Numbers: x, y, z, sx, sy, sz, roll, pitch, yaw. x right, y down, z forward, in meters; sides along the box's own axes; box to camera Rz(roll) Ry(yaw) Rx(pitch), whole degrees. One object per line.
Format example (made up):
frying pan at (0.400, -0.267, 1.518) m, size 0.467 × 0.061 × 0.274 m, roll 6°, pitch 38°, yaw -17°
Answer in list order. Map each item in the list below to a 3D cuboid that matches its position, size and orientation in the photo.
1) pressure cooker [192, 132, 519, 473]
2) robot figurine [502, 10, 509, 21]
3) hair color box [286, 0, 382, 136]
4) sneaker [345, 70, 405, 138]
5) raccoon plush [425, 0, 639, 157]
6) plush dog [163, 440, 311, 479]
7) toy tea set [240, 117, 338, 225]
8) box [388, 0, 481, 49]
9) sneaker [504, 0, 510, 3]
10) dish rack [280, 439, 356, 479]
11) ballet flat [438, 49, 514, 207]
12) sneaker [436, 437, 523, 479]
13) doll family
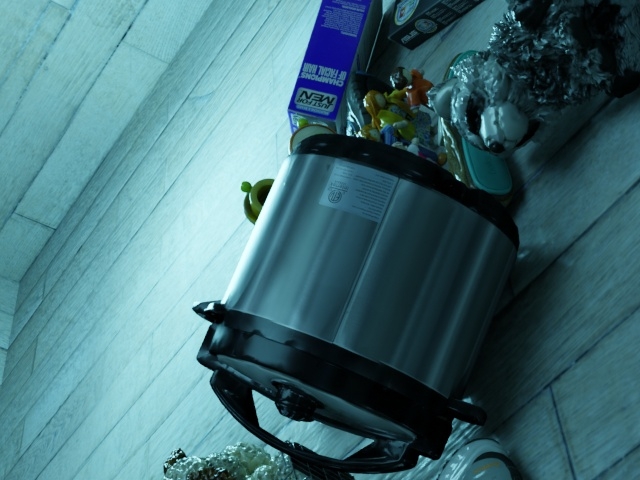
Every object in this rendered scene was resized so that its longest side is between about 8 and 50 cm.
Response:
pressure cooker at (0.042, 0.104, 1.668) m, size 0.369 × 0.375 × 0.421 m, roll 1°, pitch 66°, yaw 59°
robot figurine at (0.322, -0.337, 1.927) m, size 0.115 × 0.067 × 0.101 m, roll -59°, pitch 20°, yaw 14°
hair color box at (0.033, -0.360, 2.392) m, size 0.185 × 0.110 × 0.339 m, roll 80°, pitch -156°, yaw -71°
sneaker at (0.083, -0.186, 2.203) m, size 0.140 × 0.125 × 0.341 m, roll -54°, pitch 25°, yaw 34°
raccoon plush at (0.356, -0.298, 1.748) m, size 0.446 × 0.216 × 0.299 m, roll -45°, pitch 6°, yaw -34°
plush dog at (-0.160, 0.428, 2.005) m, size 0.262 × 0.225 × 0.211 m, roll -9°, pitch 60°, yaw 61°
toy tea set at (0.042, -0.057, 1.981) m, size 0.200 × 0.336 × 0.124 m, roll -55°, pitch -6°, yaw -27°
box at (0.241, -0.509, 2.255) m, size 0.270 × 0.060 × 0.216 m, roll -27°, pitch 44°, yaw 54°
sneaker at (0.350, -0.457, 1.831) m, size 0.161 × 0.102 × 0.282 m, roll -35°, pitch 6°, yaw 36°
dish rack at (0.019, 0.409, 1.703) m, size 0.074 × 0.208 × 0.271 m, roll -45°, pitch 29°, yaw 14°
ballet flat at (0.238, -0.153, 1.909) m, size 0.124 × 0.116 × 0.342 m, roll 114°, pitch 158°, yaw -46°
sneaker at (0.169, 0.388, 1.540) m, size 0.272 × 0.100 × 0.108 m, roll -61°, pitch 30°, yaw 9°
doll family at (0.139, -0.175, 2.030) m, size 0.118 × 0.163 × 0.263 m, roll -39°, pitch 35°, yaw 44°
